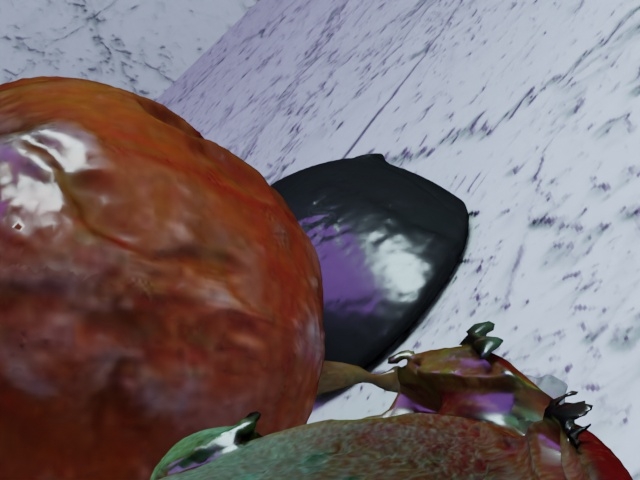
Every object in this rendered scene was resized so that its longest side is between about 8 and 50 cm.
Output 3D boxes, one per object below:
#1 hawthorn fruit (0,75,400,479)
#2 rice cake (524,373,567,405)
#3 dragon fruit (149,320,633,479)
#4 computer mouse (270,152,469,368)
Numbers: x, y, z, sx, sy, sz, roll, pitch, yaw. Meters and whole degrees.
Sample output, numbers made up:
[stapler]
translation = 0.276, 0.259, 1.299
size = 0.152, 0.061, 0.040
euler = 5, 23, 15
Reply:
[hawthorn fruit]
translation = -0.079, 0.055, 0.813
size = 0.242, 0.272, 0.241
euler = -166, 90, -77
[rice cake]
translation = -0.002, 0.137, 0.728
size = 0.270, 0.049, 0.055
euler = -37, -6, 29
[dragon fruit]
translation = -0.011, 0.141, 0.483
size = 0.268, 0.130, 0.295
euler = -15, 17, 12
[computer mouse]
translation = 0.000, 0.000, 1.052
size = 0.147, 0.088, 0.264
euler = -44, 11, -4
